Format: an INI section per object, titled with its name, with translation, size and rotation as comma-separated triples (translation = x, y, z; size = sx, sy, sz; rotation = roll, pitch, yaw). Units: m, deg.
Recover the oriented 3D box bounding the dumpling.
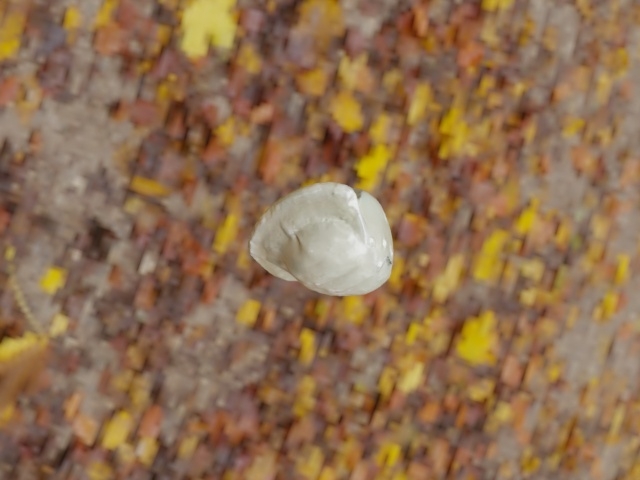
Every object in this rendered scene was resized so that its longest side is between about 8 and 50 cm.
[dumpling]
translation = 0.000, 0.001, 0.750
size = 0.077, 0.059, 0.043
rotation = 21, 65, -80
